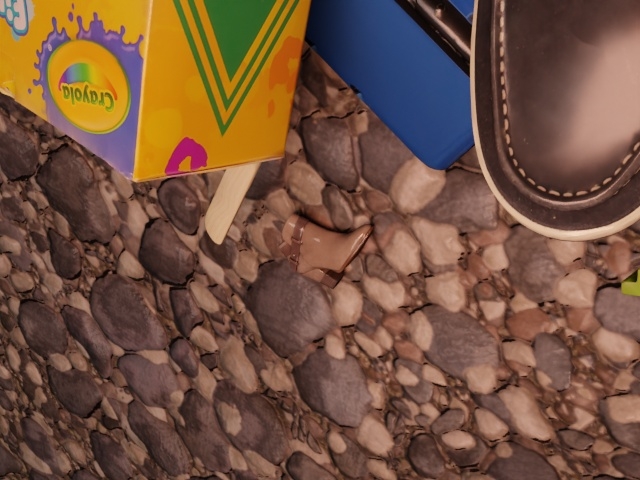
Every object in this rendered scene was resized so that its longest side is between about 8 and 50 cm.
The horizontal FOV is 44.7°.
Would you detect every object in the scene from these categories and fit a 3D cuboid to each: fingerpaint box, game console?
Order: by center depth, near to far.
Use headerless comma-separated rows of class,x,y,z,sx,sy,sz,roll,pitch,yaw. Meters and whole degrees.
fingerpaint box,-0.197,-0.306,0.637,0.445,0.163,0.371,30,121,35
game console,0.093,-0.244,0.675,0.250,0.173,0.293,-44,89,9

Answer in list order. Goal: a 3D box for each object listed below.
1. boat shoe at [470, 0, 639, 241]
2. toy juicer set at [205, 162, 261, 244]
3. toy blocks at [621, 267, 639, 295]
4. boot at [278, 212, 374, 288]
boat shoe,0.188,-0.236,0.462,0.187,0.156,0.500,21,111,25
toy juicer set,-0.113,-0.187,0.798,0.209,0.089,0.329,-36,83,38
toy blocks,0.402,-0.077,0.499,0.381,0.191,0.260,6,107,40
boot,0.000,0.000,0.866,0.087,0.042,0.118,40,130,9
